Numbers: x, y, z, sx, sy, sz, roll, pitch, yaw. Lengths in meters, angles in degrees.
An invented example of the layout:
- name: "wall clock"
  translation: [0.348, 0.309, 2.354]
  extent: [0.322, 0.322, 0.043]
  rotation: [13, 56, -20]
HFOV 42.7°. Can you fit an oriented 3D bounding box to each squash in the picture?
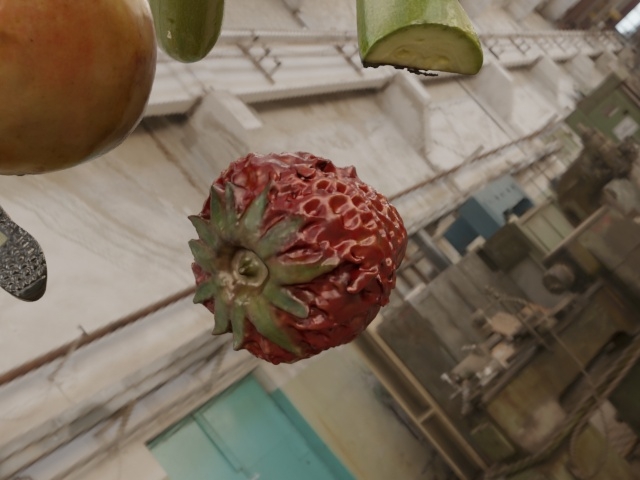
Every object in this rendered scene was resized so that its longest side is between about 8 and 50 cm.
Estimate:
- name: "squash"
  translation: [-0.216, -0.374, 1.318]
  extent: [0.132, 0.132, 0.247]
  rotation: [-37, -15, -24]
- name: "squash"
  translation: [0.140, -0.350, 1.178]
  extent: [0.093, 0.169, 0.252]
  rotation: [102, 172, -48]

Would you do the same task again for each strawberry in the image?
- name: "strawberry"
  translation: [0.000, 0.000, 0.798]
  extent: [0.244, 0.205, 0.205]
  rotation: [-20, -22, -50]

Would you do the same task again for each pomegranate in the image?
- name: "pomegranate"
  translation: [-0.266, -0.191, 0.717]
  extent: [0.228, 0.271, 0.252]
  rotation: [-6, 16, -24]

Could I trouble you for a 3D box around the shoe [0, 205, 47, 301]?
- name: "shoe"
  translation: [-0.427, 0.019, 1.121]
  extent: [0.074, 0.194, 0.077]
  rotation: [-35, -26, -22]
